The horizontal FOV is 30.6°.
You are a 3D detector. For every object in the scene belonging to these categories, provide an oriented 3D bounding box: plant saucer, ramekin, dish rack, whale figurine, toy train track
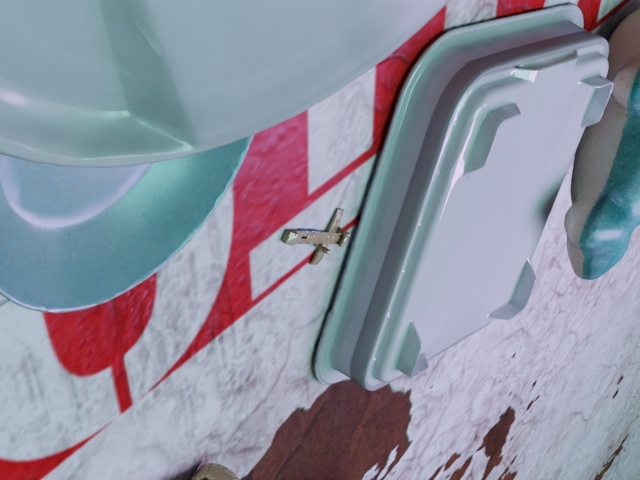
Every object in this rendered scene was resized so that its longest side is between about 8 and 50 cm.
[{"bbox_3d":[-0.108,-0.055,0.599,0.195,0.037,0.195,-40,149,-31],"label":"plant saucer"},{"bbox_3d":[-0.050,-0.161,0.411,0.273,0.127,0.273,-27,154,-15],"label":"ramekin"},{"bbox_3d":[0.136,-0.025,0.994,0.285,0.072,0.333,-21,135,-47],"label":"dish rack"},{"bbox_3d":[0.317,-0.088,1.097,0.272,0.141,0.216,-64,156,-20],"label":"whale figurine"},{"bbox_3d":[0.000,0.000,0.858,0.083,0.014,0.048,2,117,-58],"label":"toy train track"}]

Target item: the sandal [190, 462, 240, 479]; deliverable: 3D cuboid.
[{"bbox_3d":[-0.085,0.214,0.908,0.240,0.088,0.079,41,51,-62],"label":"sandal"}]
